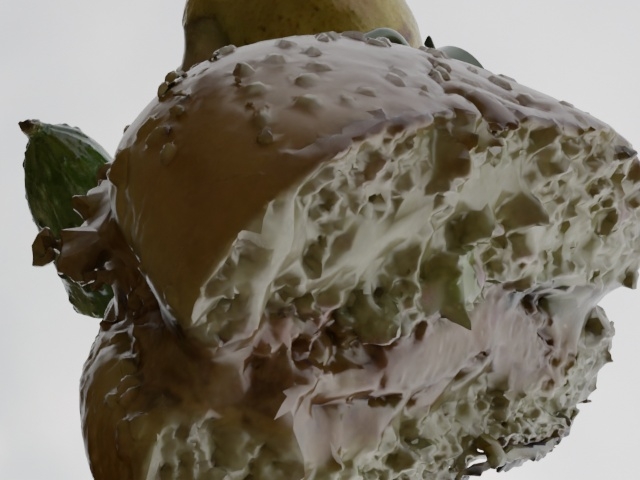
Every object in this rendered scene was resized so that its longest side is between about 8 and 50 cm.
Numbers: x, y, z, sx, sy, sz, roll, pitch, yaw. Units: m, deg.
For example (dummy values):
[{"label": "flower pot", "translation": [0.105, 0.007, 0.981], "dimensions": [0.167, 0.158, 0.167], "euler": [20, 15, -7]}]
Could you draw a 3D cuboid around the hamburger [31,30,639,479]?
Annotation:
[{"label": "hamburger", "translation": [0.000, 0.000, 0.875], "dimensions": [0.287, 0.445, 0.268], "euler": [28, -66, 35]}]

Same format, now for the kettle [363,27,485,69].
[{"label": "kettle", "translation": [0.075, -0.123, 1.266], "dimensions": [0.098, 0.148, 0.126], "euler": [25, -49, 48]}]

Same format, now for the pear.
[{"label": "pear", "translation": [-0.021, -0.195, 1.460], "dimensions": [0.271, 0.271, 0.271], "euler": [0, -90, 35]}]

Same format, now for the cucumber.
[{"label": "cucumber", "translation": [-0.247, -0.036, 1.449], "dimensions": [0.134, 0.244, 0.134], "euler": [-15, -139, 13]}]
